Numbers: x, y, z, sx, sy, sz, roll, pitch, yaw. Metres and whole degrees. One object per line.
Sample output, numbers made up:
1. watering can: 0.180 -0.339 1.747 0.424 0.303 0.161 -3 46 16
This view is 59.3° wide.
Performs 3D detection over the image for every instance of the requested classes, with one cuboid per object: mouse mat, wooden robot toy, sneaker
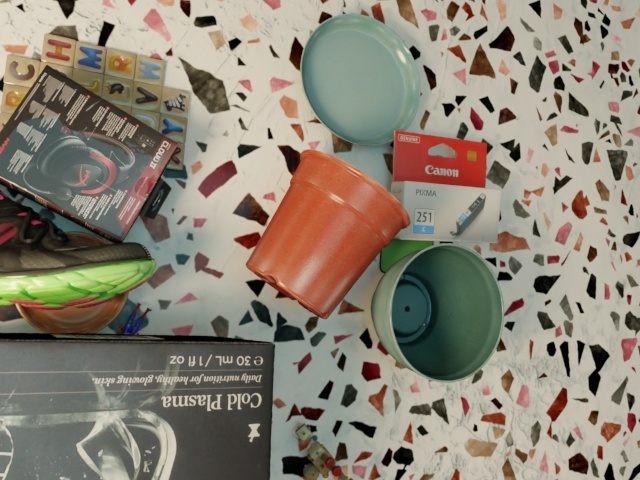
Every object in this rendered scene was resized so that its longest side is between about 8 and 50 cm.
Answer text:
1. mouse mat: 0.214 -0.009 1.379 0.153 0.007 0.189 6 84 -23
2. wooden robot toy: -0.009 0.484 1.208 0.079 0.076 0.173 -38 100 -11
3. sneaker: -0.520 0.005 0.928 0.483 0.185 0.202 5 76 -9

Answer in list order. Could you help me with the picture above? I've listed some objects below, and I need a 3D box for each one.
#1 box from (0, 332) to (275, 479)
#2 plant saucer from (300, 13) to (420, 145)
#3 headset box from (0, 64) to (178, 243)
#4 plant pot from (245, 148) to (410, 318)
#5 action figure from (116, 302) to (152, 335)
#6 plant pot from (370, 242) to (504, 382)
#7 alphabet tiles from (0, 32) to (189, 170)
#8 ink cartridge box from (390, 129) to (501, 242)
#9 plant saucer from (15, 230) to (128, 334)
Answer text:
1. box: -0.350 0.389 0.898 0.480 0.297 0.471 6 81 -30
2. plant saucer: 0.093 -0.377 1.339 0.318 0.044 0.317 2 85 -23
3. headset box: -0.424 -0.141 1.044 0.293 0.110 0.218 30 75 -19
4. plant pot: 0.000 0.000 1.160 0.272 0.272 0.265 37 80 -17
5. action figure: -0.374 0.179 1.096 0.038 0.030 0.115 34 75 -23
6. plant pot: 0.233 0.158 1.268 0.293 0.196 0.292 2 85 -24
7. alphabet tiles: -0.438 -0.247 1.113 0.343 0.011 0.285 7 83 -23
8. ink cartridge box: 0.310 -0.127 1.378 0.297 0.066 0.261 2 93 -26
9. plant saucer: -0.466 0.083 1.059 0.200 0.037 0.199 2 84 -24
